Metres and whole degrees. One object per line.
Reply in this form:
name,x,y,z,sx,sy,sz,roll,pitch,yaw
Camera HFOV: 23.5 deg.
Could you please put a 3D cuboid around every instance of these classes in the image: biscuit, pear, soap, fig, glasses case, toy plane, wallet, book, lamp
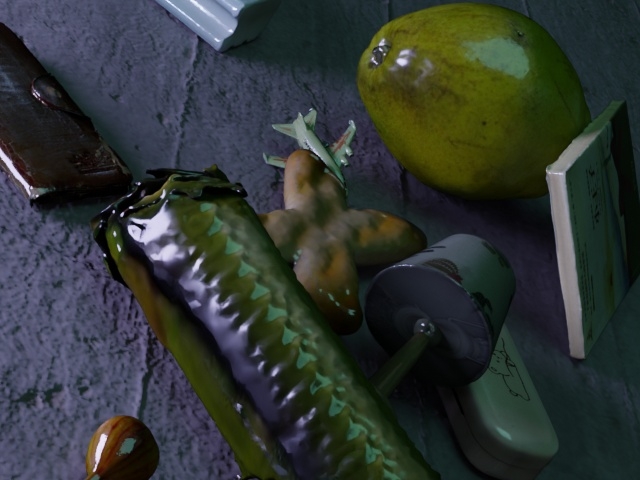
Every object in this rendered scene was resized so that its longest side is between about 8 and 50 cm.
biscuit,-0.001,0.000,1.389,0.164,0.047,0.208,34,31,8
pear,0.165,-0.145,1.615,0.269,0.212,0.212,28,28,-26
soap,-0.145,-0.298,1.686,0.198,0.066,0.119,39,31,10
fig,-0.142,0.153,1.027,0.050,0.050,0.083,38,43,10
glasses case,0.144,0.126,1.341,0.083,0.050,0.196,17,32,-30
toy plane,-0.002,-0.082,1.515,0.102,0.040,0.111,-23,68,-16
wallet,-0.262,-0.118,1.331,0.122,0.031,0.232,-10,50,-49
book,0.291,-0.020,1.598,0.026,0.201,0.289,-1,19,24
lamp,0.078,0.081,1.254,0.121,0.121,0.214,39,47,10

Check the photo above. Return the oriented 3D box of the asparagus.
asparagus,-0.040,0.093,1.142,0.382,0.128,0.108,54,3,29
